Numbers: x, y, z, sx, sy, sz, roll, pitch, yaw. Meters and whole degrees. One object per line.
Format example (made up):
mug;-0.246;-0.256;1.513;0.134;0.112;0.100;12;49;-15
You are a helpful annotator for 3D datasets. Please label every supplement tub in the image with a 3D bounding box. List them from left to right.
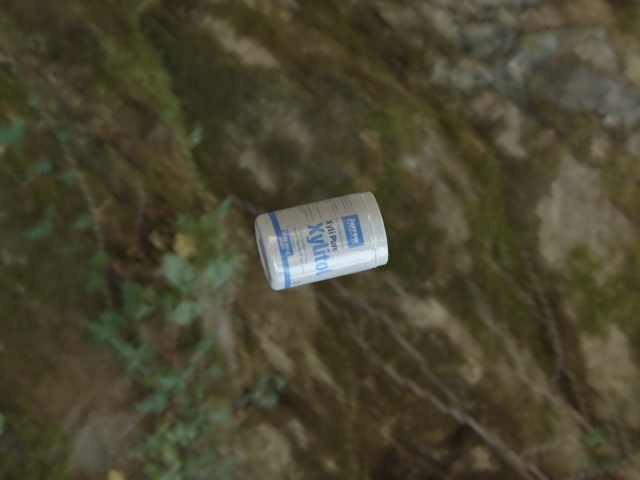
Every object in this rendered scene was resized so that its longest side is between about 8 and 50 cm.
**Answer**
supplement tub;0.000;0.000;1.450;0.107;0.071;0.071;-14;-177;-7
